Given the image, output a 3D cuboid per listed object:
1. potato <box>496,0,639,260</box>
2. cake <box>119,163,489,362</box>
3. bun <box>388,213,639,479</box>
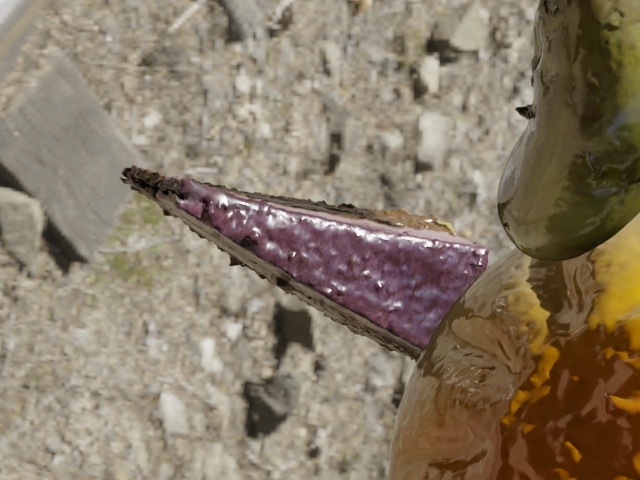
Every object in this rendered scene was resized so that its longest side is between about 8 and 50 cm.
[{"bbox_3d":[0.115,-0.051,0.547,0.138,0.070,0.092,96,7,-45],"label":"potato"},{"bbox_3d":[0.000,0.000,0.956,0.295,0.116,0.113,23,86,-29],"label":"cake"},{"bbox_3d":[0.168,0.108,0.675,0.165,0.299,0.299,39,63,-58],"label":"bun"}]
